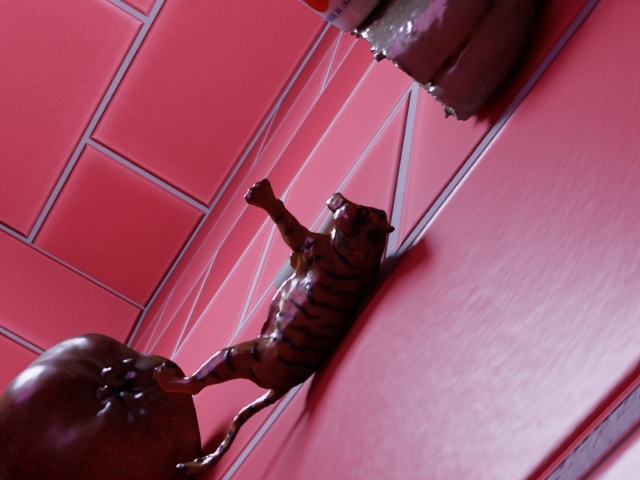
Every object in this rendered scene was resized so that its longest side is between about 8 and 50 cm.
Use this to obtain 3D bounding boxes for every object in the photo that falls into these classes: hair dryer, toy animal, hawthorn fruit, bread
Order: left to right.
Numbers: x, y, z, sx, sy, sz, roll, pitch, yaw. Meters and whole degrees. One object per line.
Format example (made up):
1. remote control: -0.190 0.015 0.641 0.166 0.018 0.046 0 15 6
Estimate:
1. hawthorn fruit: -0.228 0.225 1.114 0.208 0.208 0.248 -77 8 -63
2. toy animal: -0.030 0.077 0.865 0.116 0.114 0.255 32 97 38
3. hair dryer: 0.000 0.000 1.091 0.063 0.038 0.124 -49 8 48
4. bread: 0.113 -0.206 0.919 0.183 0.102 0.337 -58 10 10

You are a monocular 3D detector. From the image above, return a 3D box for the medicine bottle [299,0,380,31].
1. medicine bottle: -0.079 -0.319 0.915 0.130 0.341 0.130 -52 13 17
